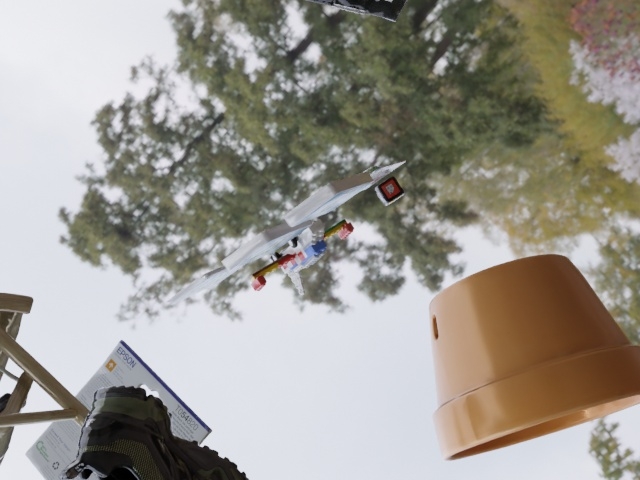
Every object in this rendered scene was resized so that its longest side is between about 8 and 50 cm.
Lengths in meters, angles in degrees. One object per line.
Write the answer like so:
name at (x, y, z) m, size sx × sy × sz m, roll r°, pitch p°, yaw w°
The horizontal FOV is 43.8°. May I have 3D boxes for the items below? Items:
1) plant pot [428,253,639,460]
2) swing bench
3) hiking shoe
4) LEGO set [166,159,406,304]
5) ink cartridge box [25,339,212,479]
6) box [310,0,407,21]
plant pot at (0.268, 0.148, 1.044) m, size 0.291 × 0.291 × 0.203 m, roll 8°, pitch -121°, yaw -49°
swing bench at (-0.408, 0.230, 0.913) m, size 0.165 × 0.253 × 0.255 m, roll 6°, pitch -152°, yaw -44°
hiking shoe at (-0.148, 0.238, 0.740) m, size 0.227 × 0.086 × 0.114 m, roll 49°, pitch -137°, yaw -28°
LEGO set at (0.000, 0.000, 0.708) m, size 0.060 × 0.182 × 0.244 m, roll 57°, pitch -155°, yaw 4°
ink cartridge box at (-0.287, 0.296, 1.149) m, size 0.223 × 0.224 × 0.045 m, roll 38°, pitch 175°, yaw 30°
box at (0.031, -0.407, 0.848) m, size 0.257 × 0.322 × 0.079 m, roll 4°, pitch -131°, yaw -25°
